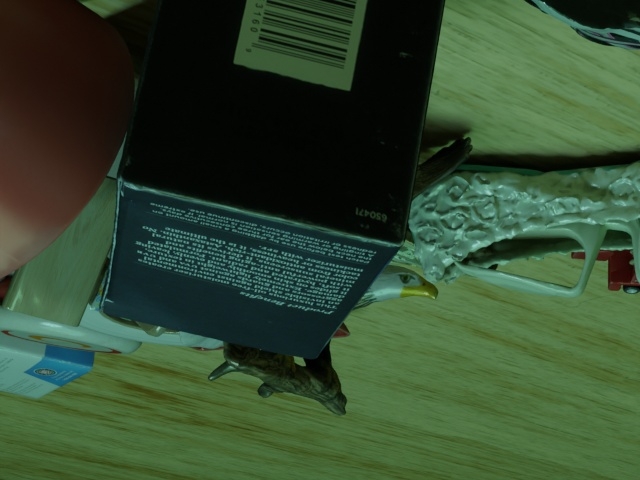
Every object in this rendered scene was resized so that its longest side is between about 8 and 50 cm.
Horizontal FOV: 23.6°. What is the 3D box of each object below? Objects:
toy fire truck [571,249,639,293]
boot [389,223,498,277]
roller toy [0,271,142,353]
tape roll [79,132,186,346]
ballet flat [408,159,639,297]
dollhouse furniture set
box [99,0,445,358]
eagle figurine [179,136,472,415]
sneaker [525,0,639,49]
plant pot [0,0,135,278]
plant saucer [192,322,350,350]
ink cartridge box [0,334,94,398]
[{"bbox_3d":[0.370,0.017,1.690,0.192,0.047,0.135,3,159,4],"label":"toy fire truck"},{"bbox_3d":[0.073,0.003,1.684,0.213,0.077,0.165,18,157,-20],"label":"boot"},{"bbox_3d":[-0.293,0.047,1.791,0.191,0.146,0.209,9,171,3],"label":"roller toy"},{"bbox_3d":[-0.155,0.000,1.591,0.246,0.169,0.246,5,161,2],"label":"tape roll"},{"bbox_3d":[0.283,-0.007,1.518,0.408,0.147,0.147,-2,159,18],"label":"ballet flat"},{"bbox_3d":[-0.189,-0.035,1.316,0.212,0.242,0.161,18,-170,-33],"label":"dollhouse furniture set"},{"bbox_3d":[-0.031,-0.105,1.052,0.182,0.296,0.294,13,161,-7],"label":"box"},{"bbox_3d":[0.011,0.002,1.409,0.225,0.298,0.226,15,167,-11],"label":"eagle figurine"},{"bbox_3d":[0.205,-0.177,1.154,0.178,0.072,0.077,20,167,-24],"label":"sneaker"},{"bbox_3d":[-0.319,-0.131,1.165,0.275,0.275,0.243,-8,147,33],"label":"plant pot"},{"bbox_3d":[-0.132,0.080,1.997,0.259,0.048,0.258,-9,156,33],"label":"plant saucer"},{"bbox_3d":[-0.472,0.102,2.017,0.307,0.129,0.223,16,158,-26],"label":"ink cartridge box"}]
